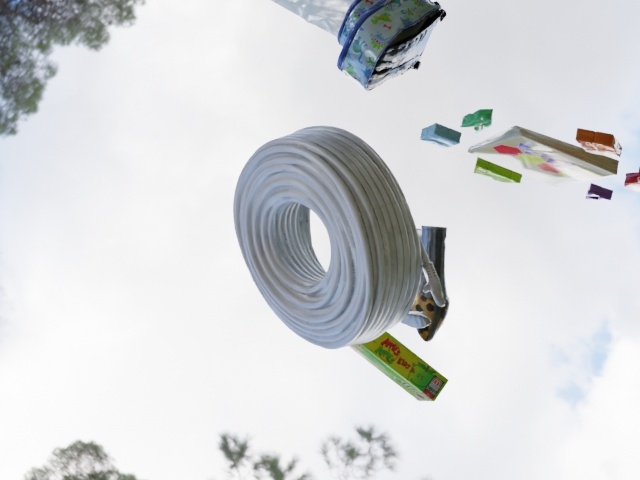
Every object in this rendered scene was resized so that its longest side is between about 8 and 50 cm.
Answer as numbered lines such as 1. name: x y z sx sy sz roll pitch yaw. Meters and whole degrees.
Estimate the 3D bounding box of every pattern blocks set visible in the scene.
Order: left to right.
1. pattern blocks set: 0.322 -0.120 1.109 0.325 0.285 0.026 19 -100 -28

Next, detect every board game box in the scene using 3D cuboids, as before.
1. board game box: 0.109 0.185 1.229 0.181 0.092 0.043 38 -104 1

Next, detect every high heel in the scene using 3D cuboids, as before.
1. high heel: 0.148 0.070 1.323 0.093 0.261 0.186 4 -91 -13

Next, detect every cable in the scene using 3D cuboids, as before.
1. cable: 0.000 0.000 0.885 0.089 0.257 0.257 -21 -88 -39

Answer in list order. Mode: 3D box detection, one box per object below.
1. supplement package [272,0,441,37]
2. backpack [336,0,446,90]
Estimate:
1. supplement package: 0.077 -0.429 1.039 0.199 0.263 0.198 8 -109 -56
2. backpack: 0.068 -0.229 0.868 0.084 0.105 0.114 40 -127 11
